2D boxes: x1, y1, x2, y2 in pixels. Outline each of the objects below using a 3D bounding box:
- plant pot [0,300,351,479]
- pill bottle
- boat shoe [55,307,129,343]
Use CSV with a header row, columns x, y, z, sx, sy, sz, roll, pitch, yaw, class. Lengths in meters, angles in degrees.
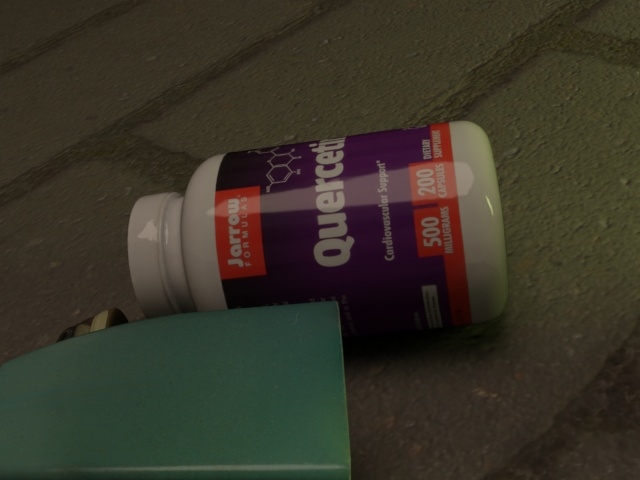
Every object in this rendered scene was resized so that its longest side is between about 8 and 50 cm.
x,y,z,sx,sy,sz,roll,pitch,yaw,class
-0.103,0.151,0.597,0.234,0.166,0.166,1,33,-2,plant pot
0.000,0.000,0.803,0.322,0.182,0.182,-7,36,8,pill bottle
-0.214,0.150,0.765,0.073,0.080,0.224,-17,35,14,boat shoe
